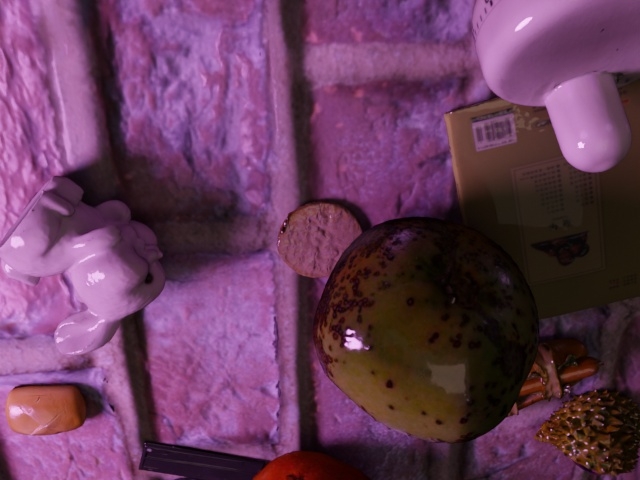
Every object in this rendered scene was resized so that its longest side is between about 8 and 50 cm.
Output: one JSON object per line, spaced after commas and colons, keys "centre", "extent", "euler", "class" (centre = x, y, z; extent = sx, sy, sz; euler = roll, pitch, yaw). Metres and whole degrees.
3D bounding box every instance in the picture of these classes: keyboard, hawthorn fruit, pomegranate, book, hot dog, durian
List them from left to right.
{"centre": [-0.192, 0.366, 1.110], "extent": [0.197, 0.010, 0.064], "euler": [13, 118, -12], "class": "keyboard"}
{"centre": [0.024, 0.452, 1.075], "extent": [0.298, 0.211, 0.211], "euler": [20, 116, -26], "class": "hawthorn fruit"}
{"centre": [0.126, 0.131, 0.892], "extent": [0.284, 0.285, 0.341], "euler": [2, 149, -6], "class": "pomegranate"}
{"centre": [0.294, 0.215, 1.033], "extent": [0.269, 0.072, 0.109], "euler": [-19, 121, 7], "class": "hot dog"}
{"centre": [0.308, -0.045, 0.911], "extent": [0.239, 0.035, 0.352], "euler": [-14, 120, 5], "class": "book"}
{"centre": [0.457, 0.313, 1.079], "extent": [0.186, 0.108, 0.119], "euler": [8, 118, -9], "class": "durian"}

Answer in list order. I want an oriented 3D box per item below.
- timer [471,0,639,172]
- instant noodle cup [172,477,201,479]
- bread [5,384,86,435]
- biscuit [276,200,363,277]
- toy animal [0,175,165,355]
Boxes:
{"centre": [0.277, -0.210, 0.700], "extent": [0.233, 0.240, 0.233], "euler": [-9, 162, -3], "class": "timer"}
{"centre": [-0.223, 0.481, 1.116], "extent": [0.127, 0.127, 0.136], "euler": [3, 127, -6], "class": "instant noodle cup"}
{"centre": [-0.407, 0.255, 1.003], "extent": [0.115, 0.056, 0.082], "euler": [4, 119, -7], "class": "bread"}
{"centre": [0.000, 0.000, 0.919], "extent": [0.120, 0.015, 0.120], "euler": [-2, 119, -4], "class": "biscuit"}
{"centre": [-0.300, 0.027, 0.846], "extent": [0.178, 0.128, 0.193], "euler": [-35, 117, 16], "class": "toy animal"}
